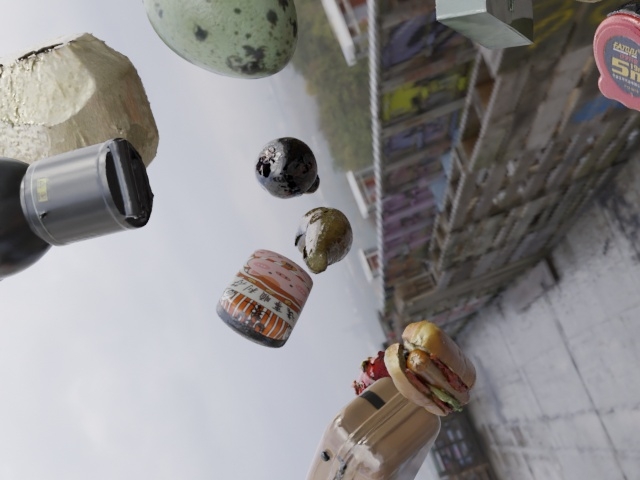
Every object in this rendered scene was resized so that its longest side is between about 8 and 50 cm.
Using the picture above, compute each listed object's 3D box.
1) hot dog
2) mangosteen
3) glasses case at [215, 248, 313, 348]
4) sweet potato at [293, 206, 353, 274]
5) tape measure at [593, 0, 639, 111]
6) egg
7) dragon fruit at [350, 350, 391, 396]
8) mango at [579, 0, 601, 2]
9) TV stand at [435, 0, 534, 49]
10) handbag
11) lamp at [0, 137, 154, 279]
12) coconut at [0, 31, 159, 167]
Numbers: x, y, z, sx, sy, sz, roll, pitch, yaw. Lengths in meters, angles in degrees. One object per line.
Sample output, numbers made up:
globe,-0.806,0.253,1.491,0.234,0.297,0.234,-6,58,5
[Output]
hot dog,0.145,0.166,1.087,0.062,0.092,0.236,37,179,34
mangosteen,-0.062,-0.139,1.794,0.151,0.137,0.137,41,-160,-48
glasses case,-0.071,0.073,1.191,0.103,0.067,0.266,28,-165,-2
sweet potato,0.005,0.005,1.474,0.085,0.112,0.286,40,-171,-13
tape measure,0.696,-0.380,1.857,0.253,0.114,0.260,42,159,47
egg,-0.122,-0.299,1.118,0.228,0.177,0.177,44,173,14
dragon fruit,0.137,0.339,1.907,0.150,0.133,0.207,28,130,47
mango,0.405,-0.525,1.482,0.331,0.195,0.142,63,149,35
TV stand,0.280,-0.388,1.481,0.270,0.088,0.082,-3,-88,-62
handbag,0.107,0.379,1.590,0.149,0.283,0.301,38,137,24
lamp,-0.272,-0.045,0.952,0.172,0.228,0.147,-16,-86,-77
coconut,-0.494,-0.207,1.730,0.346,0.347,0.360,-114,6,-67
